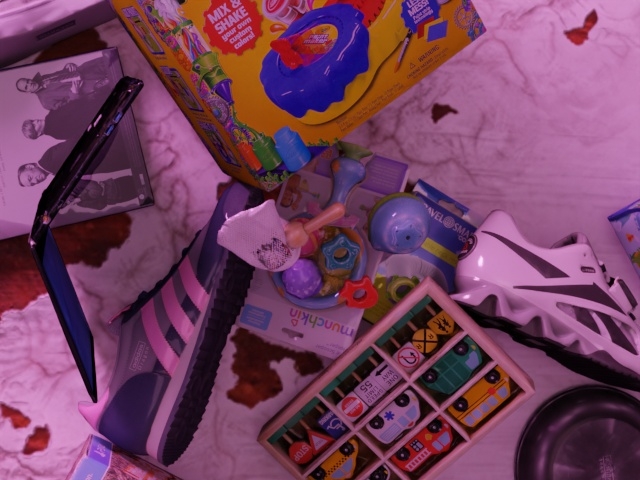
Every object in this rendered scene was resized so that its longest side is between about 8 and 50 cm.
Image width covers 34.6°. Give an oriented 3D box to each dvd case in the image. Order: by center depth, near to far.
[{"bbox_3d":[-0.317,-0.098,1.114,0.238,0.029,0.179,-14,95,-10],"label":"dvd case"}]

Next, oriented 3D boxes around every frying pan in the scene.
[{"bbox_3d":[0.389,0.289,1.224,0.326,0.053,0.197,16,86,-6],"label":"frying pan"}]

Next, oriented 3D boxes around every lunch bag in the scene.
[{"bbox_3d":[0.444,-0.010,1.224,0.151,0.096,0.129,-25,90,-24],"label":"lunch bag"}]

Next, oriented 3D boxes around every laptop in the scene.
[{"bbox_3d":[-0.206,-0.015,1.007,0.136,0.234,0.264,34,90,-17],"label":"laptop"}]

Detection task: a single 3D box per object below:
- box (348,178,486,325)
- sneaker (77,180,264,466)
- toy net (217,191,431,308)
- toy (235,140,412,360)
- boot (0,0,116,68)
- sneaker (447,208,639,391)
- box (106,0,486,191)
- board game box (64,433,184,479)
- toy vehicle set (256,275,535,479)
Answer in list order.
[{"bbox_3d":[0.118,0.028,1.186,0.109,0.042,0.178,30,84,-8],"label":"box"},{"bbox_3d":[-0.160,0.070,1.107,0.131,0.112,0.319,16,74,16],"label":"sneaker"},{"bbox_3d":[0.004,0.008,1.085,0.232,0.045,0.122,3,115,-13],"label":"toy net"},{"bbox_3d":[0.000,0.000,1.142,0.136,0.056,0.237,18,81,13],"label":"toy"},{"bbox_3d":[-0.333,-0.268,1.102,0.258,0.095,0.123,-26,86,-18],"label":"boot"},{"bbox_3d":[0.305,0.073,1.169,0.330,0.122,0.146,28,76,-19],"label":"sneaker"},{"bbox_3d":[-0.039,-0.252,1.066,0.290,0.177,0.279,-38,110,-10],"label":"box"},{"bbox_3d":[-0.171,0.378,1.070,0.291,0.141,0.232,29,83,-8],"label":"board game box"},{"bbox_3d":[0.079,0.186,1.120,0.166,0.035,0.267,44,107,-6],"label":"toy vehicle set"}]
